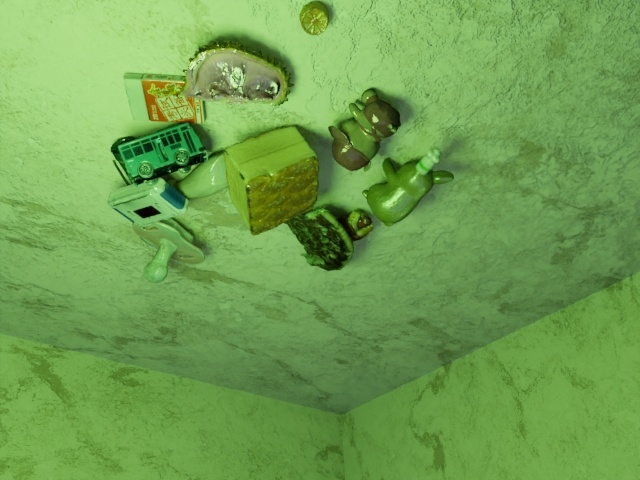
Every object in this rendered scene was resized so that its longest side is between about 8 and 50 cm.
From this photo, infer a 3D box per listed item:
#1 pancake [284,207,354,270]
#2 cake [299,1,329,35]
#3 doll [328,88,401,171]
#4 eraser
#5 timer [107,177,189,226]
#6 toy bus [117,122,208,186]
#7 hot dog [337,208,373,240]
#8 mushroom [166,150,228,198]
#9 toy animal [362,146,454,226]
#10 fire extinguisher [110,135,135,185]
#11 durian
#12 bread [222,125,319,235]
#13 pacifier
[{"bbox_3d":[0.004,0.001,2.064,0.305,0.066,0.426,13,149,31],"label":"pancake"},{"bbox_3d":[-0.017,-0.615,1.377,0.084,0.044,0.084,-2,140,-2],"label":"cake"},{"bbox_3d":[0.138,-0.353,1.629,0.196,0.152,0.256,42,113,-3],"label":"doll"},{"bbox_3d":[-0.487,-0.446,1.567,0.231,0.038,0.157,2,141,-5],"label":"eraser"},{"bbox_3d":[-0.619,-0.130,1.778,0.254,0.078,0.178,-13,144,25],"label":"timer"},{"bbox_3d":[-0.511,-0.284,1.620,0.256,0.147,0.128,-24,178,-14],"label":"toy bus"},{"bbox_3d":[0.119,-0.047,2.043,0.146,0.103,0.213,26,137,-34],"label":"hot dog"},{"bbox_3d":[-0.418,-0.222,1.789,0.350,0.128,0.128,-19,138,26],"label":"mushroom"},{"bbox_3d":[0.325,-0.217,1.800,0.181,0.180,0.363,17,131,-33],"label":"toy animal"},{"bbox_3d":[-0.646,-0.235,1.782,0.118,0.093,0.294,-40,146,-20],"label":"fire extinguisher"},{"bbox_3d":[-0.244,-0.503,1.463,0.342,0.112,0.191,0,133,-16],"label":"durian"},{"bbox_3d":[-0.164,-0.206,1.688,0.279,0.207,0.279,-27,149,-18],"label":"bread"},{"bbox_3d":[-0.625,0.027,2.016,0.220,0.273,0.332,-32,135,9],"label":"pacifier"}]
